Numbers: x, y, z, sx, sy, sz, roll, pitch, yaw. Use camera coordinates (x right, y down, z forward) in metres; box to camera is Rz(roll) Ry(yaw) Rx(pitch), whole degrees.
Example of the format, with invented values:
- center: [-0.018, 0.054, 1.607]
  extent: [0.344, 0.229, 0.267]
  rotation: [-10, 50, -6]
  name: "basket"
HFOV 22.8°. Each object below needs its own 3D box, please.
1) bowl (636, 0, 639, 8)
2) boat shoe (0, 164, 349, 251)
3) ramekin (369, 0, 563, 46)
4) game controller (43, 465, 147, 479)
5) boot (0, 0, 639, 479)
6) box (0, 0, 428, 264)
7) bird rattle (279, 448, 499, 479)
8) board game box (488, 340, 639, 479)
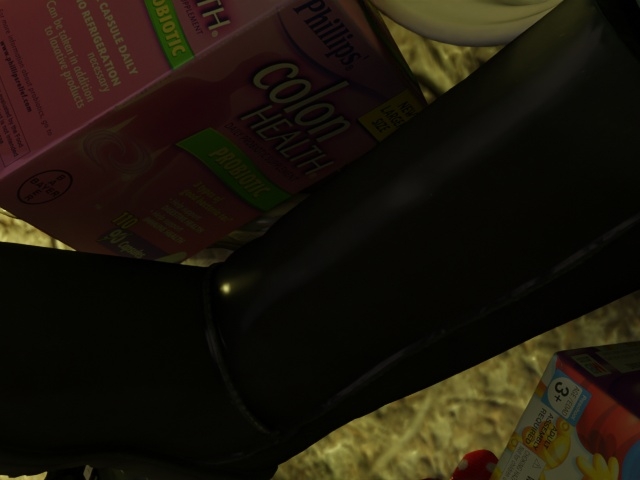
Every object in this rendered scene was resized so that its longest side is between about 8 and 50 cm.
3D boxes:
- center: [0.268, -0.173, 0.779]
  extent: [0.163, 0.311, 0.311]
  rotation: [24, 108, 59]
  name: "bowl"
- center: [-0.119, -0.061, 1.232]
  extent: [0.355, 0.132, 0.130]
  rotation: [5, 83, 32]
  name: "boat shoe"
- center: [0.140, -0.253, 0.969]
  extent: [0.277, 0.135, 0.277]
  rotation: [3, 94, 42]
  name: "ramekin"
- center: [-0.159, 0.183, 1.227]
  extent: [0.166, 0.067, 0.319]
  rotation: [56, 156, 13]
  name: "game controller"
- center: [0.001, 0.000, 0.907]
  extent: [0.445, 0.367, 0.146]
  rotation: [-28, 62, 31]
  name: "boot"
- center: [-0.084, -0.101, 1.020]
  extent: [0.243, 0.213, 0.117]
  rotation: [-31, 65, 10]
  name: "box"
- center: [0.064, 0.245, 1.098]
  extent: [0.253, 0.143, 0.207]
  rotation: [-4, 101, 29]
  name: "bird rattle"
- center: [0.240, 0.189, 0.889]
  extent: [0.275, 0.144, 0.142]
  rotation: [39, 116, 34]
  name: "board game box"
